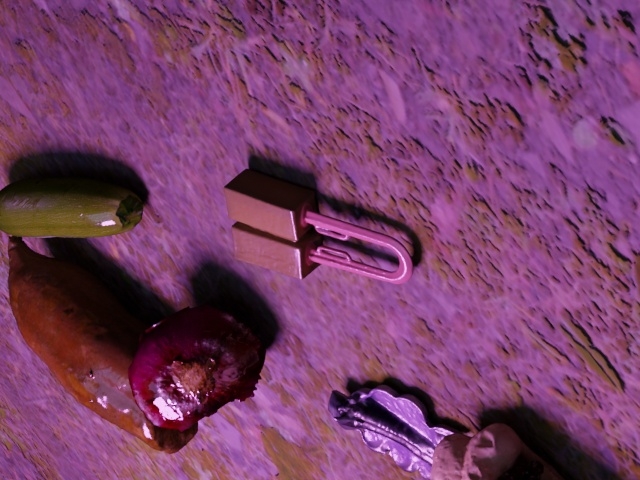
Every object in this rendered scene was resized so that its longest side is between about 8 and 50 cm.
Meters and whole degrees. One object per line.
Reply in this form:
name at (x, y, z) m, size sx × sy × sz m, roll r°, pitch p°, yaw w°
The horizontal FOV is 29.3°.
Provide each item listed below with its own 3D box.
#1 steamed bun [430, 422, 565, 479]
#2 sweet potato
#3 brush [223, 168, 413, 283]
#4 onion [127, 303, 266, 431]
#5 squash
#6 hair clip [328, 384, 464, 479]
steamed bun at (0.191, 0.281, 1.350) m, size 0.172 × 0.141 × 0.155 m, roll -19°, pitch 94°, yaw 45°
sweet potato at (-0.313, 0.140, 1.679) m, size 0.370 × 0.158 × 0.157 m, roll 38°, pitch 139°, yaw 14°
brush at (0.000, 0.000, 1.359) m, size 0.233 × 0.047 × 0.103 m, roll 18°, pitch 131°, yaw 31°
onion at (-0.168, 0.147, 1.557) m, size 0.135 × 0.173 × 0.198 m, roll 60°, pitch 171°, yaw -13°
squash at (-0.347, -0.044, 1.615) m, size 0.293 × 0.082 × 0.082 m, roll 1°, pitch 120°, yaw 42°
hair clip at (0.093, 0.232, 1.456) m, size 0.195 × 0.052 × 0.124 m, roll 27°, pitch 141°, yaw 18°
